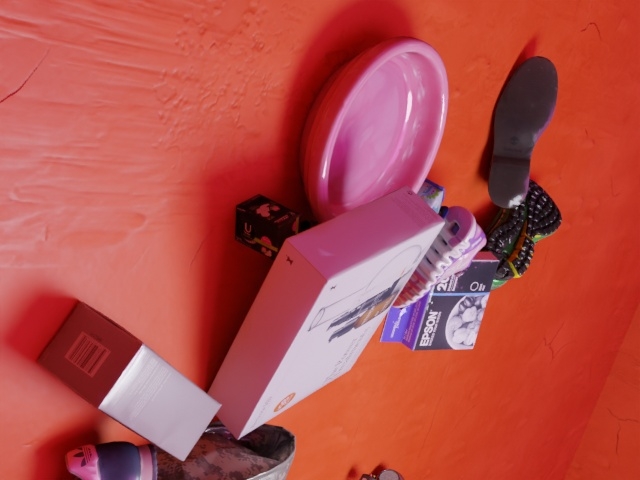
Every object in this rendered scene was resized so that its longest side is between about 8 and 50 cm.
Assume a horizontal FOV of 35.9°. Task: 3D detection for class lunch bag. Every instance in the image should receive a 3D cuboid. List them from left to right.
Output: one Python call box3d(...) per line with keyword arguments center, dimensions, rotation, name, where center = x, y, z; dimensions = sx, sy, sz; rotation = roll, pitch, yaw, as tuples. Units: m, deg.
box3d(center=(-0.170, 0.422, 1.538), dimensions=(0.287, 0.169, 0.235), rotation=(-12, 122, -47), name="lunch bag")
box3d(center=(0.162, -0.034, 1.773), dimensions=(0.129, 0.096, 0.151), rotation=(-57, 167, -13), name="lunch bag")

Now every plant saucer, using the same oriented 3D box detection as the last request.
box3d(center=(0.077, -0.163, 1.548), dimensions=(0.332, 0.084, 0.332), rotation=(-36, 141, -37), name="plant saucer")

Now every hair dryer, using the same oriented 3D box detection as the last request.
box3d(center=(0.097, 0.598, 2.193), dimensions=(0.223, 0.080, 0.293), rotation=(-50, 145, 9), name="hair dryer")

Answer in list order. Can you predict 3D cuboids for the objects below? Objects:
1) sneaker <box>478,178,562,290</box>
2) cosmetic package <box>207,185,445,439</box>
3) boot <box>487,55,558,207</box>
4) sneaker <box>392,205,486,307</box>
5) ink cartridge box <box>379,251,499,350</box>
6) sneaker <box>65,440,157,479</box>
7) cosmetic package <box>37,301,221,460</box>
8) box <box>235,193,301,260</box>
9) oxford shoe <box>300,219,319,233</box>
box3d(center=(0.405, -0.014, 2.149), dimensions=(0.343, 0.134, 0.146), rotation=(-44, -179, -41), name="sneaker")
box3d(center=(0.002, 0.111, 1.519), dimensions=(0.284, 0.097, 0.377), rotation=(-23, 151, -44), name="cosmetic package")
box3d(center=(0.398, -0.224, 2.003), dimensions=(0.115, 0.112, 0.305), rotation=(-64, 168, -77), name="boot")
box3d(center=(0.221, 0.043, 1.843), dimensions=(0.236, 0.095, 0.104), rotation=(-47, 142, 19), name="sneaker")
box3d(center=(0.237, 0.121, 1.960), dimensions=(0.208, 0.045, 0.206), rotation=(1, 114, -27), name="ink cartridge box")
box3d(center=(-0.334, 0.408, 1.373), dimensions=(0.131, 0.112, 0.319), rotation=(12, 110, -28), name="sneaker")
box3d(center=(-0.243, 0.190, 1.293), dimensions=(0.107, 0.127, 0.238), rotation=(-56, 150, -11), name="cosmetic package")
box3d(center=(-0.076, -0.019, 1.426), dimensions=(0.052, 0.083, 0.062), rotation=(-30, 136, -43), name="box")
box3d(center=(0.000, 0.000, 1.577), dimensions=(0.212, 0.076, 0.076), rotation=(-14, 88, -62), name="oxford shoe")
